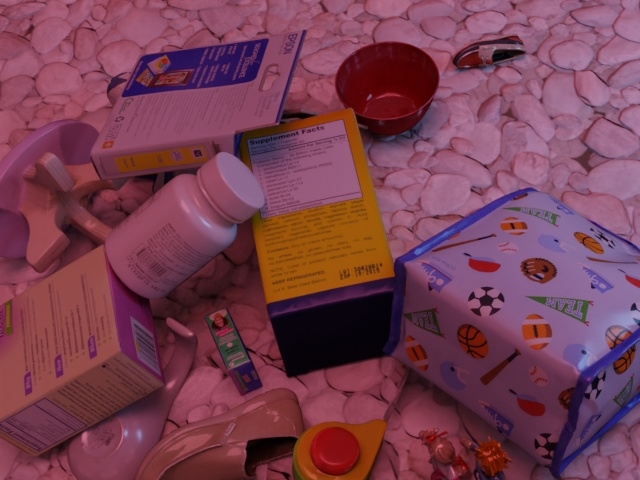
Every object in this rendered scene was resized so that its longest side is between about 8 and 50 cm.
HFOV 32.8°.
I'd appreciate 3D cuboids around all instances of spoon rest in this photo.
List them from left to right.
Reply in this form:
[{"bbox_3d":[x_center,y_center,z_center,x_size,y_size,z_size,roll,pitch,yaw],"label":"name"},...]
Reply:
[{"bbox_3d":[-0.276,0.253,1.651,0.137,0.084,0.276,30,78,26],"label":"spoon rest"}]

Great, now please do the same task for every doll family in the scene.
[{"bbox_3d":[0.235,0.346,1.452,0.118,0.163,0.263,-24,56,-8],"label":"doll family"}]

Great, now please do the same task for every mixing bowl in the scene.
[{"bbox_3d":[0.119,-0.251,1.911,0.181,0.098,0.181,-3,55,5],"label":"mixing bowl"}]

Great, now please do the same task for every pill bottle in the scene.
[{"bbox_3d":[-0.199,-0.024,1.619,0.229,0.131,0.131,-38,53,21],"label":"pill bottle"}]

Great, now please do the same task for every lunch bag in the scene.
[{"bbox_3d":[0.334,0.101,1.556,0.328,0.239,0.385,34,47,28],"label":"lunch bag"}]

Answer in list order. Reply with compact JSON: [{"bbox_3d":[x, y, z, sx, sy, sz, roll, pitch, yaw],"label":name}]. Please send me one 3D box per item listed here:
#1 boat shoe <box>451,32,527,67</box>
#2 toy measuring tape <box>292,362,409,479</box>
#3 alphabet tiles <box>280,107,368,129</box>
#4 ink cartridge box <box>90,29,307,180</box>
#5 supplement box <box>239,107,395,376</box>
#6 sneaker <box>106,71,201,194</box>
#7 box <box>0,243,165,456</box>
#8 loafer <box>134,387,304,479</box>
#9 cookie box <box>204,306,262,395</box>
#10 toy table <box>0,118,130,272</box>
[{"bbox_3d":[0.307,-0.338,1.977,0.137,0.049,0.043,-17,58,-9],"label":"boat shoe"},{"bbox_3d":[0.038,0.270,1.570,0.121,0.121,0.330,14,51,16],"label":"toy measuring tape"},{"bbox_3d":[-0.070,-0.196,1.848,0.237,0.198,0.009,-1,86,34],"label":"alphabet tiles"},{"bbox_3d":[-0.183,-0.222,1.751,0.307,0.072,0.303,-4,37,13],"label":"ink cartridge box"},{"bbox_3d":[0.000,0.000,1.701,0.194,0.195,0.356,-11,56,0],"label":"supplement box"},{"bbox_3d":[-0.314,-0.185,1.920,0.131,0.112,0.296,-36,58,-15],"label":"sneaker"},{"bbox_3d":[-0.376,0.165,1.631,0.243,0.117,0.213,-29,47,11],"label":"box"},{"bbox_3d":[-0.139,0.307,1.569,0.268,0.102,0.092,-28,51,-12],"label":"loafer"},{"bbox_3d":[-0.133,0.170,1.666,0.040,0.092,0.107,-25,56,-6],"label":"cookie box"},{"bbox_3d":[-0.424,-0.072,1.794,0.161,0.252,0.274,20,74,38],"label":"toy table"}]
